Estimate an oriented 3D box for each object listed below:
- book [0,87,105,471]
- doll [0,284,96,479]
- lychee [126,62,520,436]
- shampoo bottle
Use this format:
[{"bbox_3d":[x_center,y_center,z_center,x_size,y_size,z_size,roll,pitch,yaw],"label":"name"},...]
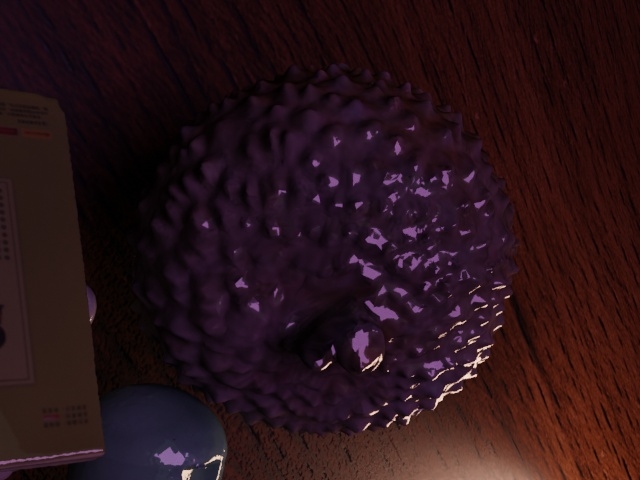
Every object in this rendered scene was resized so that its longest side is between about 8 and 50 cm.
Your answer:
[{"bbox_3d":[-0.318,0.022,0.754,0.239,0.035,0.352,2,67,-37],"label":"book"},{"bbox_3d":[-0.317,0.153,0.787,0.252,0.111,0.237,2,86,-41],"label":"doll"},{"bbox_3d":[0.000,0.000,0.900,0.380,0.380,0.432,56,11,-27],"label":"lychee"},{"bbox_3d":[-0.182,0.308,0.846,0.221,0.151,0.350,8,93,-54],"label":"shampoo bottle"}]
